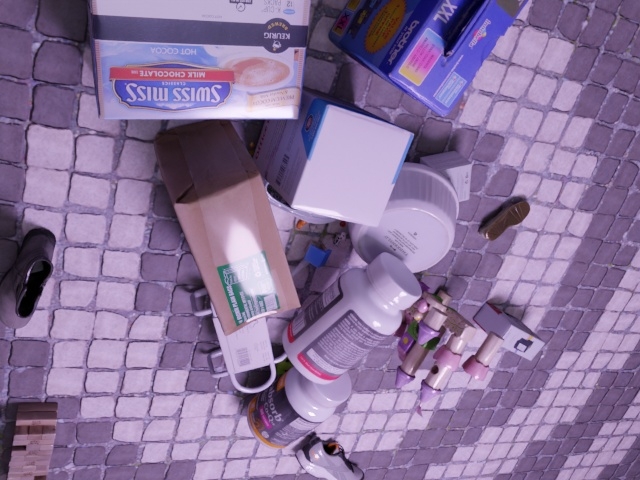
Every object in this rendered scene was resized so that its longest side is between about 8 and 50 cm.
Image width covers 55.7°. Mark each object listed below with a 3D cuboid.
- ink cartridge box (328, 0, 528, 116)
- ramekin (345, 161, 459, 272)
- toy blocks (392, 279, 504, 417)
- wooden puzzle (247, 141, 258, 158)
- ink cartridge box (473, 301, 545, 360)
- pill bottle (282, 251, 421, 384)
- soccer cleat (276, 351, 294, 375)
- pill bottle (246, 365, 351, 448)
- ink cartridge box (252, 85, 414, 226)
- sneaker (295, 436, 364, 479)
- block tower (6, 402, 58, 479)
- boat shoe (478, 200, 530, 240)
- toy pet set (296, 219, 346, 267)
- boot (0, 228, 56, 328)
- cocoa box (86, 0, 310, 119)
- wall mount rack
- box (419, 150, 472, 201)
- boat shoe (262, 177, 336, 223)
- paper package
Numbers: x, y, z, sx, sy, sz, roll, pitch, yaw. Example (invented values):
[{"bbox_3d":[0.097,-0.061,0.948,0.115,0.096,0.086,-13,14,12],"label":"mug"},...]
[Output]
[{"bbox_3d":[0.196,-0.403,1.086,0.151,0.395,0.270,25,107,-31],"label":"ink cartridge box"},{"bbox_3d":[0.189,-0.039,1.402,0.272,0.127,0.273,2,134,2],"label":"ramekin"},{"bbox_3d":[0.241,0.262,1.562,0.308,0.288,0.260,23,103,-34],"label":"toy blocks"},{"bbox_3d":[-0.149,-0.175,1.322,0.049,0.006,0.083,-12,123,-15],"label":"wooden puzzle"},{"bbox_3d":[0.558,0.269,1.792,0.175,0.127,0.072,27,104,-33],"label":"ink cartridge box"},{"bbox_3d":[0.074,0.175,1.395,0.176,0.176,0.318,30,118,-33],"label":"pill bottle"},{"bbox_3d":[-0.034,0.340,1.646,0.178,0.060,0.072,6,126,-18],"label":"soccer cleat"},{"bbox_3d":[-0.056,0.413,1.561,0.162,0.162,0.278,22,131,-31],"label":"pill bottle"},{"bbox_3d":[0.011,-0.181,1.213,0.197,0.270,0.198,12,109,-28],"label":"ink cartridge box"},{"bbox_3d":[0.050,0.682,1.853,0.271,0.100,0.108,37,96,-34],"label":"sneaker"},{"bbox_3d":[-0.714,0.554,1.476,0.097,0.091,0.336,7,115,-24],"label":"block tower"},{"bbox_3d":[0.495,-0.057,1.632,0.153,0.048,0.056,-39,113,-4],"label":"boat shoe"},{"bbox_3d":[0.000,0.000,1.448,0.122,0.065,0.114,16,112,-28],"label":"toy pet set"},{"bbox_3d":[-0.598,0.107,1.214,0.083,0.161,0.247,17,111,-28],"label":"boot"},{"bbox_3d":[-0.218,-0.350,1.053,0.346,0.231,0.228,-4,121,-19],"label":"cocoa box"},{"bbox_3d":[-0.145,0.195,1.476,0.303,0.130,0.350,-13,123,-10],"label":"wall mount rack"},{"bbox_3d":[0.300,-0.150,1.466,0.101,0.087,0.101,-14,124,-15],"label":"box"},{"bbox_3d":[-0.043,-0.087,1.361,0.227,0.081,0.079,19,92,-29],"label":"boat shoe"},{"bbox_3d":[-0.189,-0.035,1.203,0.168,0.309,0.325,-20,125,-10],"label":"paper package"}]
